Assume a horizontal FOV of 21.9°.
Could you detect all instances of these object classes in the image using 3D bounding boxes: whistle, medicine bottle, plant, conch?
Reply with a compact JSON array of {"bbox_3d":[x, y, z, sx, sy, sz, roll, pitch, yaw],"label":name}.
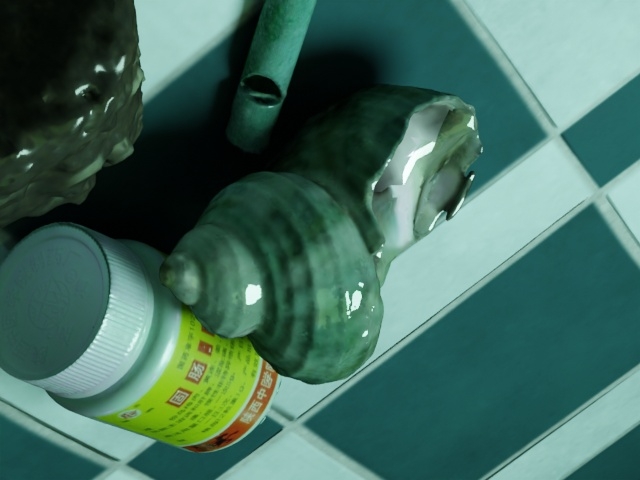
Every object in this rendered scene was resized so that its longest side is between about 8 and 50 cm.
[{"bbox_3d":[-0.030,-0.143,1.181,0.039,0.039,0.186,-9,140,-30],"label":"whistle"},{"bbox_3d":[-0.140,0.077,1.278,0.139,0.139,0.225,-42,145,13],"label":"medicine bottle"},{"bbox_3d":[-0.219,-0.102,0.948,0.215,0.213,0.312,-23,-179,-13],"label":"plant"},{"bbox_3d":[0.000,0.000,1.236,0.277,0.195,0.220,-16,149,-29],"label":"conch"}]
